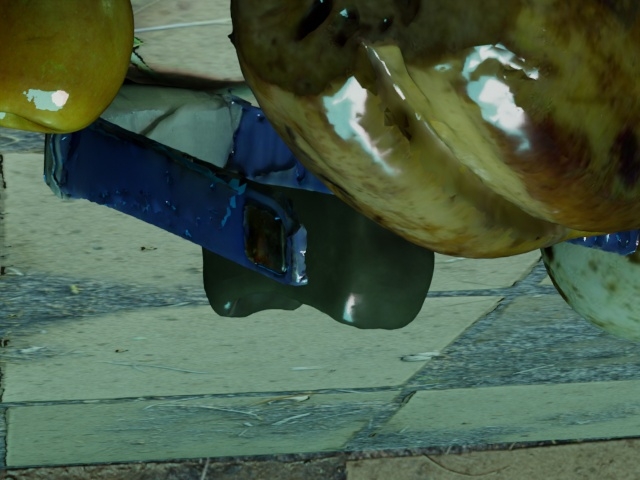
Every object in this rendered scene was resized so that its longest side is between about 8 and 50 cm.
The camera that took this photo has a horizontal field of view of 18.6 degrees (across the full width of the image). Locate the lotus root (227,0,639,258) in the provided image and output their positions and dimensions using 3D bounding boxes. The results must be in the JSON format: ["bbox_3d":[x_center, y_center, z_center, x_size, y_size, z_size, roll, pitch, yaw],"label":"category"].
[{"bbox_3d":[0.082,-0.076,0.931,0.193,0.193,0.291,-13,159,32],"label":"lotus root"}]

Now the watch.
[{"bbox_3d":[0.001,-0.042,1.141,0.276,0.068,0.274,-3,-166,-41],"label":"watch"}]

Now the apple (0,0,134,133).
[{"bbox_3d":[-0.150,-0.103,0.975,0.114,0.102,0.099,0,166,-14],"label":"apple"}]

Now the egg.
[{"bbox_3d":[0.242,-0.018,1.280,0.169,0.169,0.231,4,167,-30],"label":"egg"}]

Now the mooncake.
[{"bbox_3d":[0.000,0.000,1.294,0.104,0.175,0.168,14,115,-42],"label":"mooncake"}]
